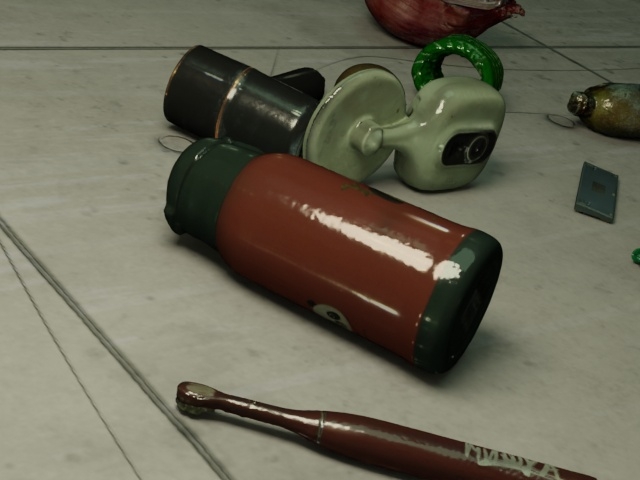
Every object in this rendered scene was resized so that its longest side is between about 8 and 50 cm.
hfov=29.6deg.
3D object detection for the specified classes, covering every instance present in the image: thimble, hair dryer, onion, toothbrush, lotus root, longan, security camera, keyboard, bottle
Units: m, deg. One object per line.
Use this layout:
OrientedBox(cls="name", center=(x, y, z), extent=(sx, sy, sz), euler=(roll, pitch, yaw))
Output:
OrientedBox(cls="thimble", center=(0.211, -0.251, 1.833), extent=(0.130, 0.118, 0.090), euler=(49, 28, 4))
OrientedBox(cls="hair dryer", center=(-0.041, -0.185, 1.590), extent=(0.189, 0.107, 0.352), euler=(27, 22, 14))
OrientedBox(cls="onion", center=(0.209, -0.396, 2.104), extent=(0.283, 0.120, 0.227), euler=(14, 25, 3))
OrientedBox(cls="toothbrush", center=(0.057, 0.171, 1.003), extent=(0.364, 0.041, 0.041), euler=(15, 26, -2))
OrientedBox(cls="lotus root", center=(0.477, -0.211, 1.937), extent=(0.192, 0.088, 0.113), euler=(0, 15, -28))
OrientedBox(cls="longan", center=(0.070, -0.196, 1.670), extent=(0.113, 0.092, 0.113), euler=(13, 4, -1))
OrientedBox(cls="security camera", center=(0.108, -0.129, 1.488), extent=(0.301, 0.157, 0.080), euler=(-6, 36, -42))
OrientedBox(cls="keyboard", center=(0.385, -0.069, 1.687), extent=(0.055, 0.014, 0.176), euler=(21, 26, 7))
OrientedBox(cls="bottle", center=(0.000, 0.000, 1.190), extent=(0.336, 0.144, 0.144), euler=(24, 27, 18))

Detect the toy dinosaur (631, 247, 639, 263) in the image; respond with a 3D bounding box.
OrientedBox(cls="toy dinosaur", center=(0.438, 0.039, 1.467), extent=(0.132, 0.059, 0.096), euler=(18, 19, 22))
